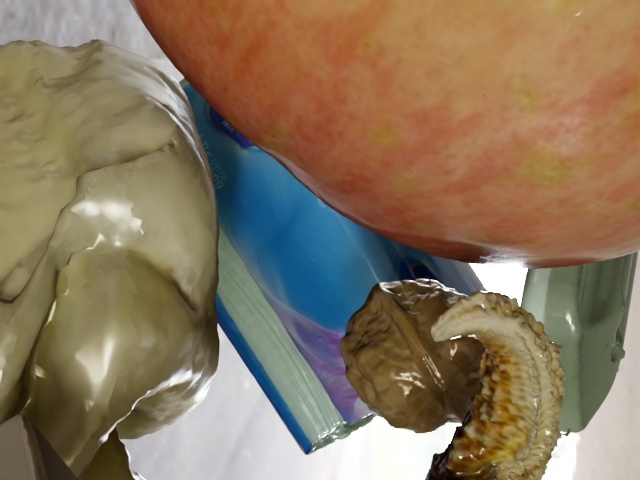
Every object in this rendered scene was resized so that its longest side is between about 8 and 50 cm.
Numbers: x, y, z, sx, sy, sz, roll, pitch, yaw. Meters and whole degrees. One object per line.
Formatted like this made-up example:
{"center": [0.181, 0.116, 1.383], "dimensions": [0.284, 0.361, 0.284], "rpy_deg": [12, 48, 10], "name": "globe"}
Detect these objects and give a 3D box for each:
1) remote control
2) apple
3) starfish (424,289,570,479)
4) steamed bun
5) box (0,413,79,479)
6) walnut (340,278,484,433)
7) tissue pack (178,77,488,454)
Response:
{"center": [0.193, -0.026, 0.896], "dimensions": [0.335, 0.065, 0.128], "rpy_deg": [-68, 154, -42], "name": "remote control"}
{"center": [0.100, -0.173, 0.587], "dimensions": [0.364, 0.363, 0.364], "rpy_deg": [1, 90, -85], "name": "apple"}
{"center": [0.060, 0.118, 0.531], "dimensions": [0.216, 0.071, 0.238], "rpy_deg": [-60, 157, -57], "name": "starfish"}
{"center": [-0.206, 0.037, 0.685], "dimensions": [0.325, 0.372, 0.230], "rpy_deg": [-79, 156, -49], "name": "steamed bun"}
{"center": [-0.124, 0.202, 0.323], "dimensions": [0.051, 0.204, 0.365], "rpy_deg": [61, -5, -30], "name": "box"}
{"center": [0.052, 0.060, 0.685], "dimensions": [0.082, 0.079, 0.096], "rpy_deg": [57, 0, -24], "name": "walnut"}
{"center": [0.000, 0.000, 0.945], "dimensions": [0.263, 0.146, 0.198], "rpy_deg": [58, 20, 8], "name": "tissue pack"}
